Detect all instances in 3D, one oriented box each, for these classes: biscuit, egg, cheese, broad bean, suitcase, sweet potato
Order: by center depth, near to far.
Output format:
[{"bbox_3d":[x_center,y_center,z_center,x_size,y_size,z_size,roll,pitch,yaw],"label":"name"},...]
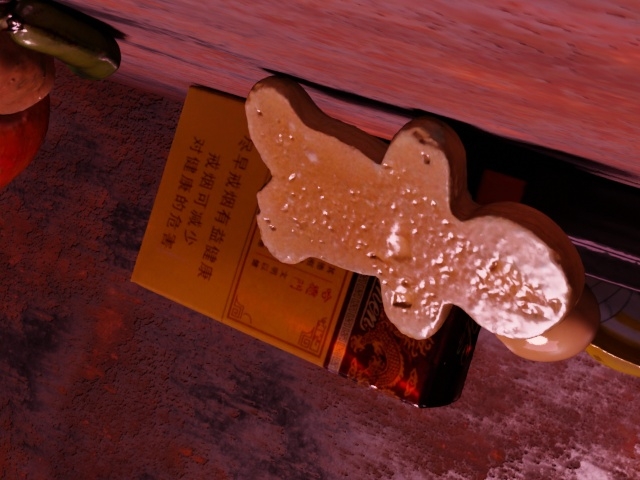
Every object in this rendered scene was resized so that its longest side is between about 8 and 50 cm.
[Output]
[{"bbox_3d":[0.051,-0.010,0.612,0.234,0.153,0.030,22,-138,30],"label":"biscuit"},{"bbox_3d":[0.209,-0.001,0.693,0.285,0.066,0.206,18,-175,9],"label":"suitcase"},{"bbox_3d":[-0.176,-0.139,0.701,0.069,0.039,0.227,11,-177,3],"label":"broad bean"},{"bbox_3d":[0.168,0.055,0.731,0.071,0.071,0.083,15,-175,-34],"label":"egg"},{"bbox_3d":[-0.261,-0.140,0.737,0.097,0.097,0.252,17,-174,-2],"label":"sweet potato"},{"bbox_3d":[0.260,0.038,0.853,0.176,0.069,0.270,6,-149,-12],"label":"cheese"}]

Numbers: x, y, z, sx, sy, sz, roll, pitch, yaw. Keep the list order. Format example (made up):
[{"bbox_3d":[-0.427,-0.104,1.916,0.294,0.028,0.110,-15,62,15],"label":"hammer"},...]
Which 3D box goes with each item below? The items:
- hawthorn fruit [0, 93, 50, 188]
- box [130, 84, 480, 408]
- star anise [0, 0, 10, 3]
[{"bbox_3d":[-0.473,-0.157,1.207,0.284,0.284,0.284,17,-176,-1],"label":"hawthorn fruit"},{"bbox_3d":[0.000,0.000,1.151,0.415,0.264,0.116,19,-177,26],"label":"box"},{"bbox_3d":[-0.238,-0.136,0.516,0.129,0.056,0.124,19,157,-38],"label":"star anise"}]
